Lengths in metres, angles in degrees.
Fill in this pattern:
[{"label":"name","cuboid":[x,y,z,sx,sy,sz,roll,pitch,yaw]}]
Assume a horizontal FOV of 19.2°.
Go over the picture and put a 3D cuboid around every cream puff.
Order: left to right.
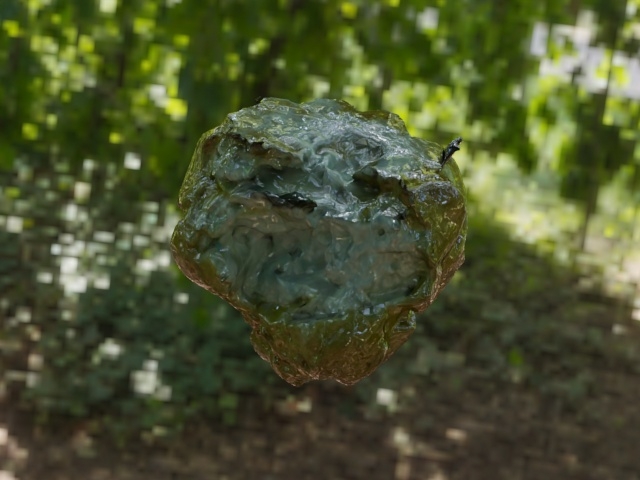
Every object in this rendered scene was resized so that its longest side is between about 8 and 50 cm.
[{"label":"cream puff","cuboid":[0.000,0.001,0.971,0.156,0.156,0.121,9,7,10]}]
